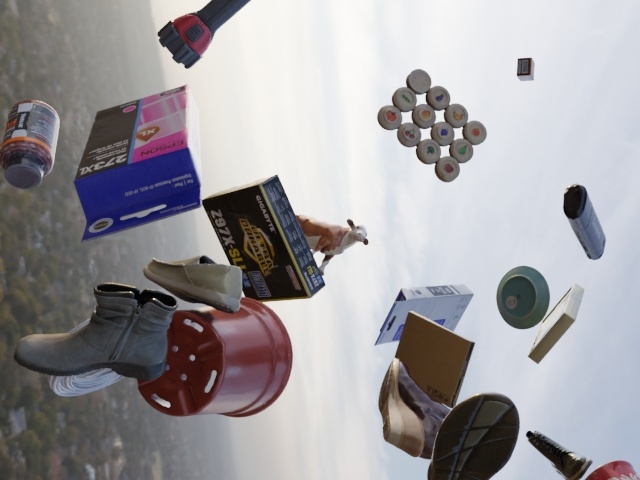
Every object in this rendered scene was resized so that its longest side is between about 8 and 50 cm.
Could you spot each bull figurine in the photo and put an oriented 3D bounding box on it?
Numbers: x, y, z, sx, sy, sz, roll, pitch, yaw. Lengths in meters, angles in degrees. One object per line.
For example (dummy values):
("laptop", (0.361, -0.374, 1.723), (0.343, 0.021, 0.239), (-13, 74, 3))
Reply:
("bull figurine", (0.000, 0.000, 2.036), (0.311, 0.188, 0.101), (16, -39, 40))

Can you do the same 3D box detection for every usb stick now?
("usb stick", (0.546, -0.033, 1.349), (0.278, 0.045, 0.077), (35, 59, -53))

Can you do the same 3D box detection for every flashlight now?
("flashlight", (-0.204, -0.497, 1.389), (0.103, 0.304, 0.103), (57, 13, 20))

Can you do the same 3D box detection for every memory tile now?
("memory tile", (0.161, -0.165, 0.935), (0.148, 0.113, 0.012), (41, -17, -4))

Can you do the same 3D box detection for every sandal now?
("sandal", (0.176, 0.268, 0.795), (0.060, 0.090, 0.219), (-77, 174, -65))

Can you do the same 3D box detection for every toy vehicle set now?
("toy vehicle set", (0.666, 0.229, 1.847), (0.165, 0.035, 0.267), (-60, 165, 27))

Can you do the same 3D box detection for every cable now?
("cable", (-0.560, 0.286, 1.645), (0.089, 0.257, 0.257), (54, -26, 24))

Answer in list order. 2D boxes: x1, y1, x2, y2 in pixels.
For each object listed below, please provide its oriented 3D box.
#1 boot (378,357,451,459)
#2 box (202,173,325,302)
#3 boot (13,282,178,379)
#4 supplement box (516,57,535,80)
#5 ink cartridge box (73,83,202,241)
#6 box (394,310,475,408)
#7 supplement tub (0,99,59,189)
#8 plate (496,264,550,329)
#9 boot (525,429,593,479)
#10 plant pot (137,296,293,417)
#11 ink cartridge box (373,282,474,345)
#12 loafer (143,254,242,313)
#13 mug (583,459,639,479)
("boot", (0.230, 0.362, 1.372), (0.248, 0.207, 0.090), (-81, -170, -59))
("box", (-0.154, 0.005, 1.731), (0.257, 0.079, 0.321), (-8, -70, 46))
("boot", (-0.357, 0.133, 1.051), (0.083, 0.247, 0.161), (-105, -156, -59))
("supplement box", (0.609, -0.508, 1.946), (0.083, 0.043, 0.054), (-3, 95, -66))
("ink cartridge box", (-0.281, -0.138, 1.037), (0.370, 0.176, 0.069), (-108, -178, -55))
("box", (0.260, 0.276, 1.547), (0.201, 0.021, 0.164), (24, -79, 50))
("supplement tub", (-0.609, -0.198, 1.372), (0.106, 0.106, 0.197), (89, -9, -48))
("plate", (0.582, 0.165, 1.910), (0.188, 0.024, 0.188), (-13, -106, 52))
("boot", (0.599, 0.542, 1.672), (0.137, 0.077, 0.198), (43, -15, 14))
("plant pot", (-0.231, 0.248, 1.363), (0.265, 0.273, 0.272), (19, 57, -71))
("ink cartridge box", (0.291, 0.212, 1.916), (0.065, 0.333, 0.165), (48, -55, 40))
("loafer", (-0.246, 0.074, 1.308), (0.102, 0.269, 0.092), (45, 66, -49))
("mug", (0.512, 0.443, 1.019), (0.169, 0.151, 0.113), (-126, -130, -59))
